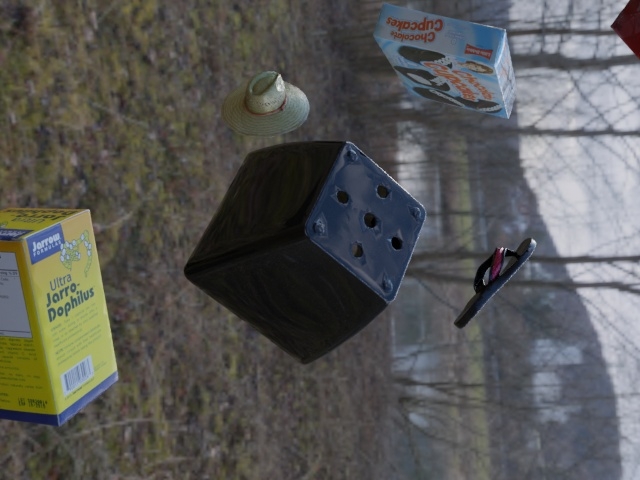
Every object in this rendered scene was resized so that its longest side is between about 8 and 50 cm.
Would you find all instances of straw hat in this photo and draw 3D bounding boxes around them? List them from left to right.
[{"bbox_3d":[-0.086,-0.229,1.344,0.061,0.145,0.144,94,0,-50],"label":"straw hat"}]

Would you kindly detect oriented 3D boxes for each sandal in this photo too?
[{"bbox_3d":[0.225,0.044,1.129,0.179,0.040,0.067,-41,170,-31],"label":"sandal"}]

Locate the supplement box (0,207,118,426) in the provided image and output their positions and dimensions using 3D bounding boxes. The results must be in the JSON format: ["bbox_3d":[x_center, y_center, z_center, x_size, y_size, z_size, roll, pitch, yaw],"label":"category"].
[{"bbox_3d":[-0.531,0.134,1.593,0.195,0.194,0.356,-41,129,-62],"label":"supplement box"}]

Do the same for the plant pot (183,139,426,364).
[{"bbox_3d":[0.000,0.000,0.929,0.187,0.167,0.188,39,56,-22],"label":"plant pot"}]

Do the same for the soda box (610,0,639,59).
[{"bbox_3d":[0.491,-0.346,1.099,0.092,0.083,0.263,59,-31,24],"label":"soda box"}]

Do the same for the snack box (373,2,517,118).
[{"bbox_3d":[0.210,-0.280,1.383,0.322,0.187,0.060,22,86,-73],"label":"snack box"}]
